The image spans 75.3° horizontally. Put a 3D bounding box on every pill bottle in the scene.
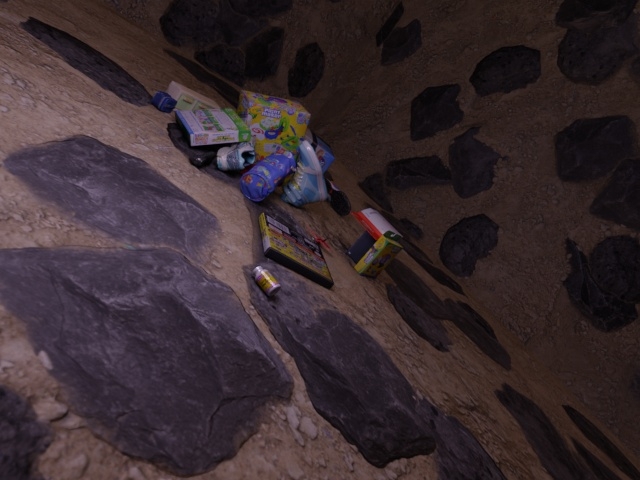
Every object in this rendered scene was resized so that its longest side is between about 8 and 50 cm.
[{"bbox_3d":[-0.148,0.109,1.126,0.083,0.043,0.043,46,18,20],"label":"pill bottle"}]

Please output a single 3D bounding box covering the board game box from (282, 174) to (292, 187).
[{"bbox_3d":[-0.187,-0.345,2.081,0.043,0.092,0.181,33,19,-26],"label":"board game box"}]

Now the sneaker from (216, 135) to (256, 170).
[{"bbox_3d":[-0.313,-0.354,1.708,0.122,0.110,0.283,11,36,11],"label":"sneaker"}]

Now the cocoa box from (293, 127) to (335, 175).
[{"bbox_3d":[-0.080,-0.504,2.458,0.228,0.231,0.347,35,18,-18],"label":"cocoa box"}]

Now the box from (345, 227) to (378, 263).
[{"bbox_3d":[0.211,0.017,1.904,0.093,0.156,0.158,42,18,4],"label":"box"}]

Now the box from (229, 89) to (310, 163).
[{"bbox_3d":[-0.239,-0.507,1.920,0.290,0.279,0.177,3,35,-28],"label":"box"}]

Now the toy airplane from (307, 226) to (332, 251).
[{"bbox_3d":[0.000,0.000,1.725,0.151,0.028,0.151,37,18,-14],"label":"toy airplane"}]

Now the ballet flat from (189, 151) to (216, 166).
[{"bbox_3d":[-0.434,-0.313,1.554,0.049,0.057,0.173,34,17,-3],"label":"ballet flat"}]

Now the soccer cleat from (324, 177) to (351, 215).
[{"bbox_3d":[0.097,-0.251,2.423,0.116,0.108,0.318,24,20,-51],"label":"soccer cleat"}]

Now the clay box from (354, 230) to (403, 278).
[{"bbox_3d":[0.260,0.062,1.781,0.127,0.222,0.053,18,28,-49],"label":"clay box"}]

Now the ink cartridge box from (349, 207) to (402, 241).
[{"bbox_3d":[0.253,-0.072,1.856,0.189,0.066,0.232,50,15,25],"label":"ink cartridge box"}]

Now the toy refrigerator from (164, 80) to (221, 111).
[{"bbox_3d":[-0.592,-0.632,1.942,0.094,0.102,0.269,48,18,23],"label":"toy refrigerator"}]

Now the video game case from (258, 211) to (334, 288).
[{"bbox_3d":[-0.089,0.033,1.452,0.275,0.035,0.248,31,19,-28],"label":"video game case"}]

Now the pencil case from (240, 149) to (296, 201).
[{"bbox_3d":[-0.200,-0.269,1.678,0.133,0.119,0.306,21,36,11],"label":"pencil case"}]

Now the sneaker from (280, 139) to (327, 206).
[{"bbox_3d":[-0.095,-0.275,1.843,0.127,0.208,0.319,-117,-172,-49],"label":"sneaker"}]

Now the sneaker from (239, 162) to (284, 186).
[{"bbox_3d":[-0.281,-0.295,1.841,0.221,0.087,0.128,17,6,-40],"label":"sneaker"}]

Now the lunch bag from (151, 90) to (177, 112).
[{"bbox_3d":[-0.650,-0.578,1.744,0.065,0.067,0.098,41,16,1],"label":"lunch bag"}]

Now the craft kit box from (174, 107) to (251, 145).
[{"bbox_3d":[-0.445,-0.474,1.709,0.247,0.061,0.250,-14,43,-24],"label":"craft kit box"}]
